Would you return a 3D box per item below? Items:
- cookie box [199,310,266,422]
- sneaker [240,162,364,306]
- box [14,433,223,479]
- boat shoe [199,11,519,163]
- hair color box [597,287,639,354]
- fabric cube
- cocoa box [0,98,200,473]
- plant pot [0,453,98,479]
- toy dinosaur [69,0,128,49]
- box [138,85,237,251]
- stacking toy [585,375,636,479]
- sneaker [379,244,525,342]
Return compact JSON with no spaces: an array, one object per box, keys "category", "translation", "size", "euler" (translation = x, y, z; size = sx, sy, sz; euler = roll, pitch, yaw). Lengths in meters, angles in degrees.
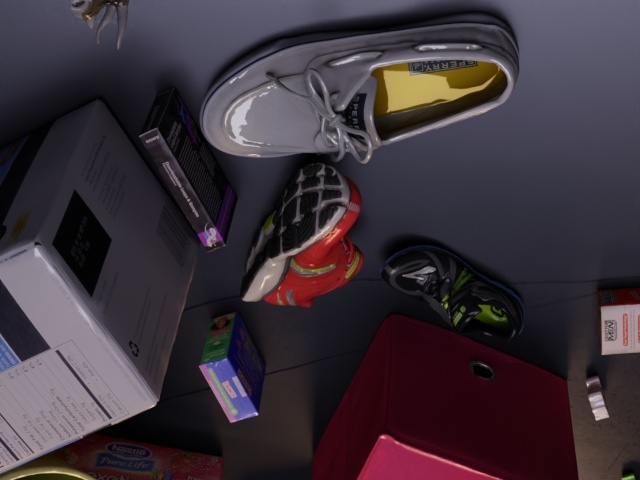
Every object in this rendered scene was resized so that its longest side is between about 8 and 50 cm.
[{"category":"cookie box","translation":[-0.106,0.153,1.915],"size":[0.040,0.107,0.092],"euler":[-20,115,14]},{"category":"sneaker","translation":[0.000,0.000,1.796],"size":[0.118,0.107,0.279],"euler":[15,154,-15]},{"category":"box","translation":[-0.262,0.338,2.017],"size":[0.257,0.122,0.128],"euler":[10,117,-1]},{"category":"boat shoe","translation":[0.039,-0.145,1.715],"size":[0.367,0.156,0.136],"euler":[-9,117,8]},{"category":"hair color box","translation":[0.405,0.094,1.886],"size":[0.141,0.043,0.072],"euler":[-4,118,4]},{"category":"fabric cube","translation":[0.142,0.288,1.888],"size":[0.254,0.258,0.259],"euler":[22,118,-7]},{"category":"cocoa box","translation":[-0.305,0.047,1.734],"size":[0.228,0.347,0.231],"euler":[-25,115,17]},{"category":"plant pot","translation":[-0.417,0.327,1.834],"size":[0.275,0.293,0.275],"euler":[-17,120,-33]},{"category":"toy dinosaur","translation":[-0.143,-0.352,1.658],"size":[0.313,0.121,0.160],"euler":[-26,126,12]},{"category":"box","translation":[-0.148,-0.082,1.786],"size":[0.029,0.116,0.162],"euler":[-20,115,15]},{"category":"stacking toy","translation":[0.440,0.239,1.958],"size":[0.167,0.052,0.221],"euler":[-17,117,13]},{"category":"sneaker","translation":[0.161,0.065,1.866],"size":[0.188,0.078,0.067],"euler":[26,117,-9]}]
